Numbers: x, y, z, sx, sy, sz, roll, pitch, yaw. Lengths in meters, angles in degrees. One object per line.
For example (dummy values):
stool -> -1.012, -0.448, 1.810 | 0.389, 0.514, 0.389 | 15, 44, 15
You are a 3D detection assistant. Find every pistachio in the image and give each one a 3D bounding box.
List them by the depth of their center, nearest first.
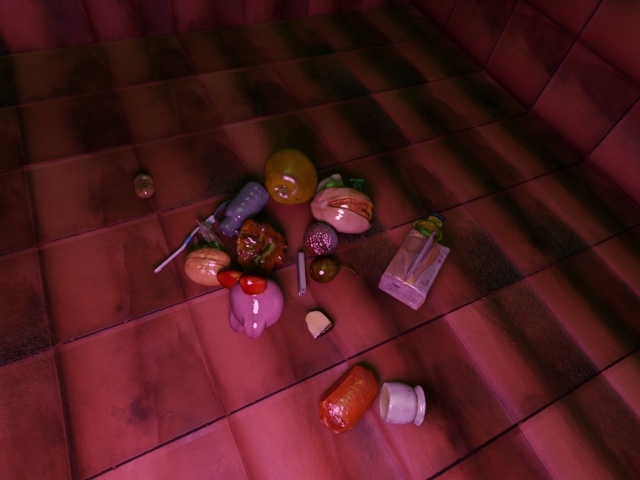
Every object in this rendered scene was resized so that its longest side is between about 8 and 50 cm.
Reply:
pistachio -> 0.106, -0.147, 1.975 | 0.309, 0.229, 0.229 | 10, 54, -15

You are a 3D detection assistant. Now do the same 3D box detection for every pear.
pear -> -0.146, -0.314, 2.020 | 0.295, 0.294, 0.294 | 4, 55, -6

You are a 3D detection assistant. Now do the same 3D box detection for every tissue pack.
tissue pack -> 0.432, 0.106, 1.836 | 0.239, 0.238, 0.305 | 31, 57, 13
tissue pack -> 0.197, -0.269, 2.184 | 0.085, 0.028, 0.137 | 4, 60, -2

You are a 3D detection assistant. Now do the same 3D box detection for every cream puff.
cream puff -> -0.270, 0.029, 1.815 | 0.241, 0.155, 0.268 | -28, 92, -27

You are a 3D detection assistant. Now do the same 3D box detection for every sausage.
sausage -> 0.107, 0.574, 1.500 | 0.268, 0.153, 0.141 | -40, 88, -30

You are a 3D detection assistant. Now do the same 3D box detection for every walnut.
walnut -> -0.479, 0.108, 1.736 | 0.197, 0.165, 0.165 | 15, 54, -5

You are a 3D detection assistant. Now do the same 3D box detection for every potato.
potato -> -0.007, 0.339, 1.698 | 0.096, 0.066, 0.103 | -35, 70, -1
potato -> -0.854, -0.261, 1.988 | 0.092, 0.070, 0.137 | -11, 56, -14

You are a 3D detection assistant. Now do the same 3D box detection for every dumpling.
dumpling -> 0.053, -0.242, 2.095 | 0.181, 0.155, 0.111 | -35, 22, 7

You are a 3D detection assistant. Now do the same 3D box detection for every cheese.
cheese -> 0.558, -0.067, 2.075 | 0.157, 0.064, 0.250 | 37, 48, 15

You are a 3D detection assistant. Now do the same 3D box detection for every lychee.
lychee -> 0.000, 0.000, 1.876 | 0.165, 0.165, 0.197 | -1, 21, -9

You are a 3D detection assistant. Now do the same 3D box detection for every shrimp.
shrimp -> -0.526, -0.002, 1.857 | 0.126, 0.047, 0.223 | -31, 79, -23

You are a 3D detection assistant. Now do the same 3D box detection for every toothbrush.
toothbrush -> -0.611, 0.009, 1.855 | 0.040, 0.040, 0.386 | 32, 55, 13

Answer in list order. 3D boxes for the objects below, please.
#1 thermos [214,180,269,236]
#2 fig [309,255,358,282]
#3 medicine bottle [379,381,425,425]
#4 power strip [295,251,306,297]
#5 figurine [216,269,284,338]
thermos -> -0.384, -0.146, 1.938 | 0.182, 0.144, 0.286 | 22, 56, 20
fig -> 0.068, 0.134, 1.836 | 0.237, 0.124, 0.124 | 3, 54, -20
medicine bottle -> 0.302, 0.602, 1.515 | 0.143, 0.147, 0.147 | 7, 55, -6
power strip -> -0.085, 0.151, 1.813 | 0.029, 0.080, 0.226 | 3, 55, -13
figurine -> -0.251, 0.230, 1.632 | 0.211, 0.270, 0.261 | -15, 99, -37
